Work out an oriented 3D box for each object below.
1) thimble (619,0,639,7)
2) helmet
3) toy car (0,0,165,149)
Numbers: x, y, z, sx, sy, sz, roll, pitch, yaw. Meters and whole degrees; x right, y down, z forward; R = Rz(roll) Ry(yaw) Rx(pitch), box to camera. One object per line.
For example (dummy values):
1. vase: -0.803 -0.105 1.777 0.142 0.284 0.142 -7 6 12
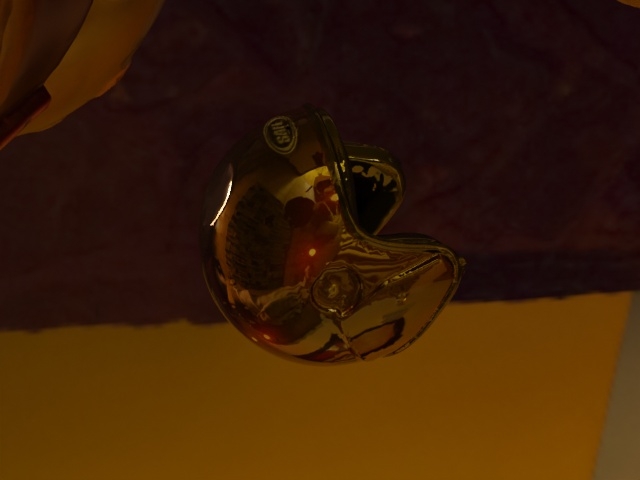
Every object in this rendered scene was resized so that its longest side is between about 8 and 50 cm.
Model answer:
1. thimble: 0.250 -0.242 0.837 0.148 0.229 0.195 142 -53 -75
2. helmet: 0.000 0.000 1.048 0.189 0.193 0.216 -113 -175 -56
3. toy car: -0.180 -0.176 0.406 0.271 0.240 0.340 -28 -71 31
